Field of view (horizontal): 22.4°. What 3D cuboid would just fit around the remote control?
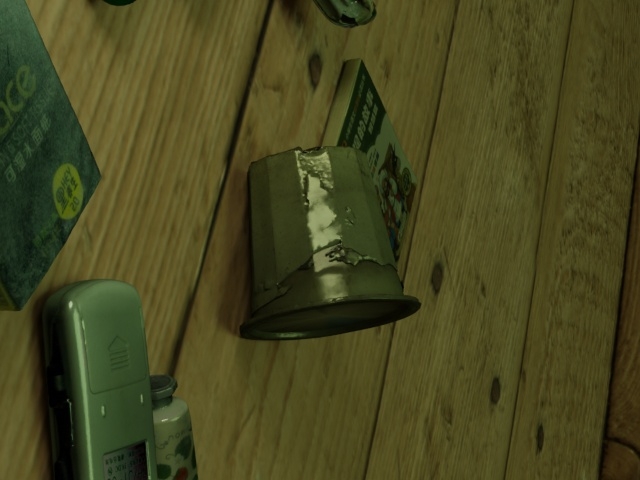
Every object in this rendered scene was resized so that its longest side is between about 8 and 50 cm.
[{"bbox_3d":[-0.209,0.185,1.541,0.140,0.056,0.296,-11,96,-68],"label":"remote control"}]

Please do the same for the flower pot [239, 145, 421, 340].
[{"bbox_3d":[0.000,0.000,1.871,0.212,0.212,0.202,14,67,-65],"label":"flower pot"}]

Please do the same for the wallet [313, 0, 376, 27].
[{"bbox_3d":[0.007,-0.443,2.032,0.223,0.077,0.309,49,31,-44],"label":"wallet"}]

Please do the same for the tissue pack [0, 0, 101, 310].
[{"bbox_3d":[-0.289,-0.093,1.356,0.185,0.081,0.257,-67,147,-44],"label":"tissue pack"}]

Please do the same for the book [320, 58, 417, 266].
[{"bbox_3d":[0.067,-0.088,2.221,0.264,0.027,0.202,61,36,-45],"label":"book"}]

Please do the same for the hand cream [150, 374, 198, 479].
[{"bbox_3d":[-0.151,0.270,1.669,0.095,0.059,0.276,-43,131,-57],"label":"hand cream"}]

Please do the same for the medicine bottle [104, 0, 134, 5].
[{"bbox_3d":[-0.161,-0.357,1.672,0.309,0.076,0.111,-71,146,-40],"label":"medicine bottle"}]
